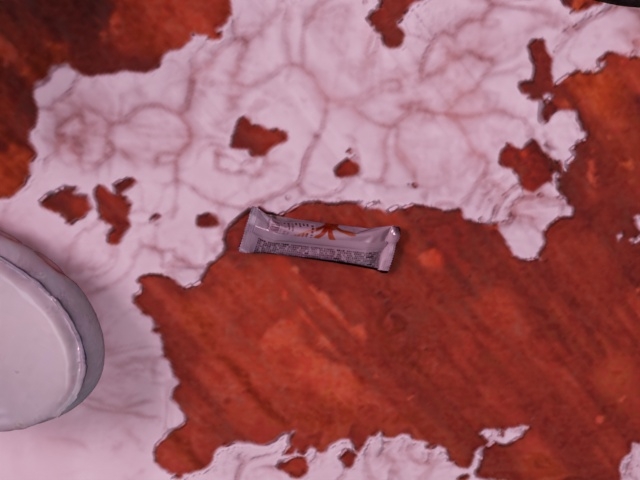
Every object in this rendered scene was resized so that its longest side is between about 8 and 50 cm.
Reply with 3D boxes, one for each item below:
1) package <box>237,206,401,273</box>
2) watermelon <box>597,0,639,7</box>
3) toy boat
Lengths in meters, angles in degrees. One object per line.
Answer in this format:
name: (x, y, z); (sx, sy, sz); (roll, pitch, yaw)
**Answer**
package: (0.000, 0.000, 0.952); (0.110, 0.015, 0.037); (7, 113, -18)
watermelon: (0.175, -0.236, 0.773); (0.212, 0.212, 0.212); (-5, 116, -11)
toy boat: (-0.239, 0.047, 0.899); (0.208, 0.079, 0.134); (22, 101, -10)
